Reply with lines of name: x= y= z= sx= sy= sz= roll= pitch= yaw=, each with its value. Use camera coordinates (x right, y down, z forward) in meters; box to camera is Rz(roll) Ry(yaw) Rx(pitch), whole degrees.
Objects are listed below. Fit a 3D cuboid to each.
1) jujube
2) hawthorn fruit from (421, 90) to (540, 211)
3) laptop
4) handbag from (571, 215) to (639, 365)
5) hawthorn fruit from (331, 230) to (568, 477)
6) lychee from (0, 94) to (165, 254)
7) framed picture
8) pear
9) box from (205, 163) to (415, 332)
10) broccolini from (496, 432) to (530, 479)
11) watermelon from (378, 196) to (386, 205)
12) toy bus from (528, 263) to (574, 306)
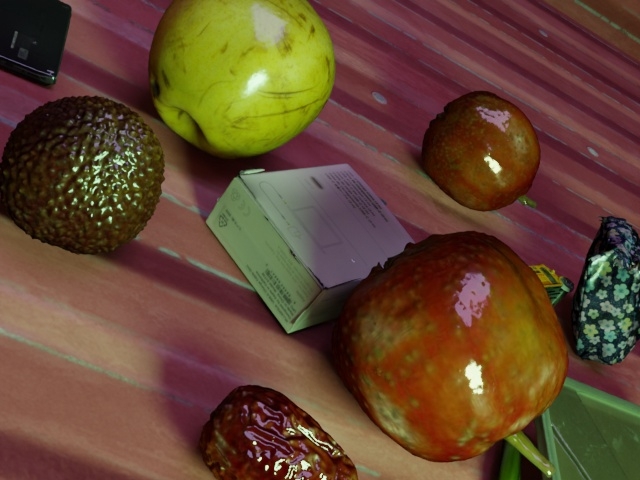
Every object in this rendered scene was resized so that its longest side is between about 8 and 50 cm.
jujube: x=-0.040 y=0.227 z=0.951 sx=0.176 sy=0.109 sz=0.112 roll=38 pitch=66 yaw=-4
hawthorn fruit: x=0.308 y=-0.147 z=1.671 sx=0.253 sy=0.205 sz=0.205 roll=42 pitch=32 yaw=-3
laptop: x=-0.437 y=-0.308 z=1.305 sx=0.154 sy=0.026 sz=0.207 roll=22 pitch=36 yaw=-24
handbag: x=0.501 y=0.085 z=1.566 sx=0.127 sy=0.228 sz=0.208 roll=10 pitch=28 yaw=21
hawthorn fruit: x=0.177 y=0.152 z=1.119 sx=0.330 sy=0.287 sz=0.287 roll=53 pitch=34 yaw=7
lychee: x=-0.267 y=-0.075 z=1.045 sx=0.195 sy=0.194 sz=0.194 roll=25 pitch=34 yaw=-19
framed picture: x=0.415 y=0.387 z=1.151 sx=0.326 sy=0.028 sz=0.446 roll=23 pitch=42 yaw=-20
pear: x=-0.116 y=-0.252 z=1.332 sx=0.281 sy=0.280 sz=0.280 roll=25 pitch=34 yaw=-19
box: x=0.000 y=0.000 z=1.273 sx=0.252 sy=0.106 sz=0.203 roll=-13 pitch=57 yaw=-50
broccolini: x=0.207 y=0.341 z=1.076 sx=0.079 sy=0.074 sz=0.392 roll=42 pitch=33 yaw=-7
watermelon: x=0.070 y=-0.034 z=1.433 sx=0.085 sy=0.085 sz=0.061 roll=-88 pitch=155 yaw=-52
toy bus: x=0.355 y=0.082 z=1.550 sx=0.162 sy=0.069 sz=0.074 roll=-2 pitch=47 yaw=-44
